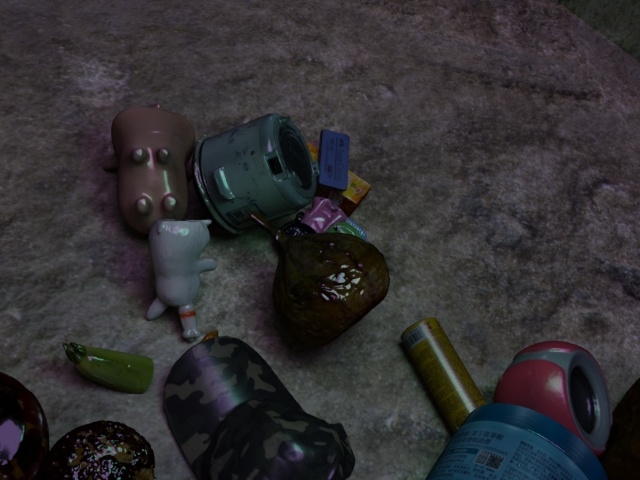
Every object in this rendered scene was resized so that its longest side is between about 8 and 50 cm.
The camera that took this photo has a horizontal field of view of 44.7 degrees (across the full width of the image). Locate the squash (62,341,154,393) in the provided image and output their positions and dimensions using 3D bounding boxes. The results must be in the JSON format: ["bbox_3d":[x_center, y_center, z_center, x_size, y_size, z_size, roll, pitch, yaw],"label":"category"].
[{"bbox_3d":[-0.458,0.262,1.641,0.200,0.075,0.090,25,65,-30],"label":"squash"}]

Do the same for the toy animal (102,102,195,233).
[{"bbox_3d":[-0.408,-0.175,1.906,0.236,0.269,0.327,3,86,-18],"label":"toy animal"}]

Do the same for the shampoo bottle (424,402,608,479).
[{"bbox_3d":[0.356,0.562,1.556,0.331,0.331,0.342,39,51,10],"label":"shampoo bottle"}]

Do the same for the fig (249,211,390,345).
[{"bbox_3d":[-0.035,0.061,1.796,0.368,0.286,0.286,42,51,4],"label":"fig"}]

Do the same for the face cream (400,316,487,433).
[{"bbox_3d":[0.316,0.353,1.846,0.104,0.105,0.349,-13,60,-29],"label":"face cream"}]

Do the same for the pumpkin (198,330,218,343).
[{"bbox_3d":[-0.257,0.239,1.755,0.083,0.050,0.028,-39,109,-26],"label":"pumpkin"}]

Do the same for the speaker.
[{"bbox_3d":[0.549,0.377,1.813,0.294,0.294,0.294,10,52,-13],"label":"speaker"}]

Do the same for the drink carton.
[{"bbox_3d":[0.021,-0.168,2.150,0.222,0.071,0.096,35,50,5],"label":"drink carton"}]

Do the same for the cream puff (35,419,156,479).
[{"bbox_3d":[-0.394,0.447,1.413,0.164,0.239,0.239,-7,47,21],"label":"cream puff"}]

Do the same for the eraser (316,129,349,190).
[{"bbox_3d":[0.035,-0.220,2.124,0.081,0.036,0.225,13,52,-11],"label":"eraser"}]

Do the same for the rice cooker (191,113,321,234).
[{"bbox_3d":[-0.172,-0.162,1.923,0.316,0.316,0.264,-30,103,-35],"label":"rice cooker"}]

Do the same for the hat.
[{"bbox_3d":[-0.134,0.364,1.614,0.366,0.257,0.382,-26,86,-36],"label":"hat"}]

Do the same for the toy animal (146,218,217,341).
[{"bbox_3d":[-0.322,0.077,1.775,0.140,0.283,0.138,4,20,15],"label":"toy animal"}]

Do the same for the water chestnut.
[{"bbox_3d":[-0.623,0.361,1.372,0.299,0.300,0.300,10,52,-13],"label":"water chestnut"}]

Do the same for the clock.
[{"bbox_3d":[0.000,0.000,1.998,0.194,0.100,0.195,42,53,10],"label":"clock"}]

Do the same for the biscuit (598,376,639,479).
[{"bbox_3d":[0.813,0.428,1.833,0.166,0.343,0.395,38,48,13],"label":"biscuit"}]
